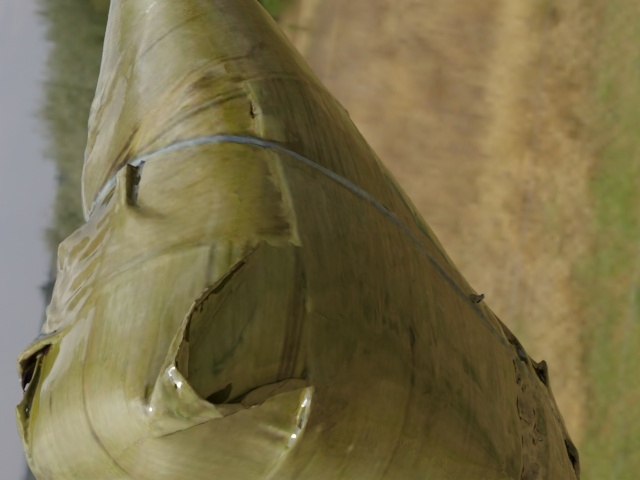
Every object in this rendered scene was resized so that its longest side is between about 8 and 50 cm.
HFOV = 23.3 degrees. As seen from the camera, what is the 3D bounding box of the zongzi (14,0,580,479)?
[{"bbox_3d":[0.000,0.000,0.832,0.160,0.323,0.360,-29,49,30],"label":"zongzi"}]
